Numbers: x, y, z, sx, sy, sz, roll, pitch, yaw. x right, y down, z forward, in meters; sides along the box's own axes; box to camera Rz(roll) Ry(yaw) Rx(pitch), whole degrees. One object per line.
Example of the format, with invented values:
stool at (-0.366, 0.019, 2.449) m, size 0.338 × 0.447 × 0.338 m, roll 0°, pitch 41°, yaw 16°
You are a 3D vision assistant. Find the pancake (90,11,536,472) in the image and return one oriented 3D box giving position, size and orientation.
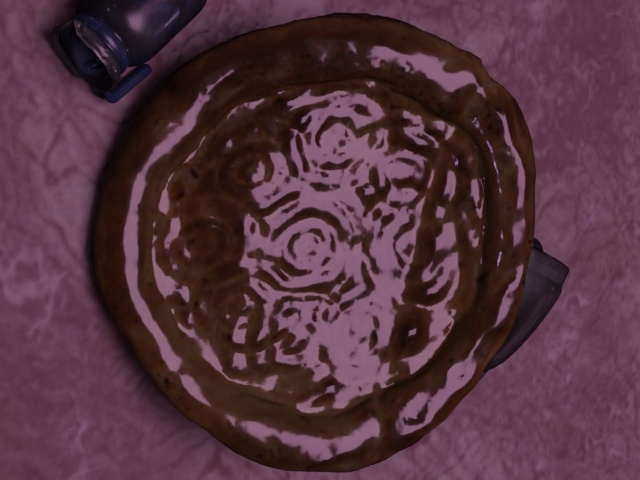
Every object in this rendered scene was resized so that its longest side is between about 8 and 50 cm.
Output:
pancake at (0.000, 0.000, 0.858) m, size 0.250 × 0.031 × 0.250 m, roll -1°, pitch 98°, yaw -11°

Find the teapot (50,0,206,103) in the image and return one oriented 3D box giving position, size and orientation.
teapot at (-0.099, -0.115, 0.823) m, size 0.049 × 0.063 × 0.083 m, roll 43°, pitch 67°, yaw -1°

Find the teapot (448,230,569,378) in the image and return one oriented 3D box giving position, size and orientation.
teapot at (0.079, 0.034, 0.968) m, size 0.111 × 0.149 × 0.108 m, roll 27°, pitch 91°, yaw -1°
